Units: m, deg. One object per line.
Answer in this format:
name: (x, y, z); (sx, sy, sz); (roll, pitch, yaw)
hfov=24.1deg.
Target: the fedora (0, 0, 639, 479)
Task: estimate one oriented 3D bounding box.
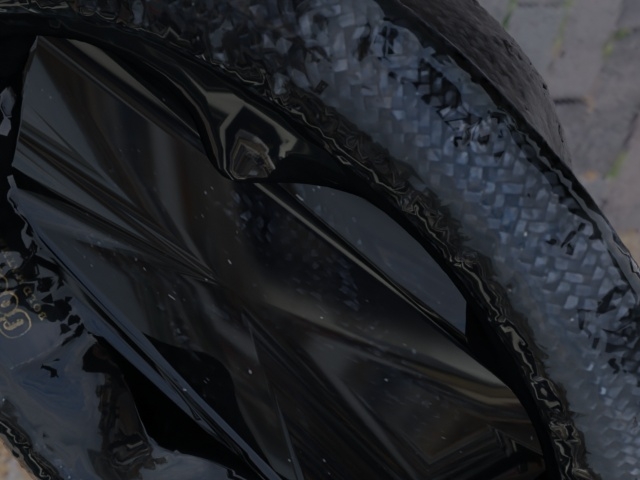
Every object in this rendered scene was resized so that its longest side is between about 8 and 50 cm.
fedora: (0.000, 0.000, 0.524); (0.152, 0.334, 0.334); (-49, 145, -42)
